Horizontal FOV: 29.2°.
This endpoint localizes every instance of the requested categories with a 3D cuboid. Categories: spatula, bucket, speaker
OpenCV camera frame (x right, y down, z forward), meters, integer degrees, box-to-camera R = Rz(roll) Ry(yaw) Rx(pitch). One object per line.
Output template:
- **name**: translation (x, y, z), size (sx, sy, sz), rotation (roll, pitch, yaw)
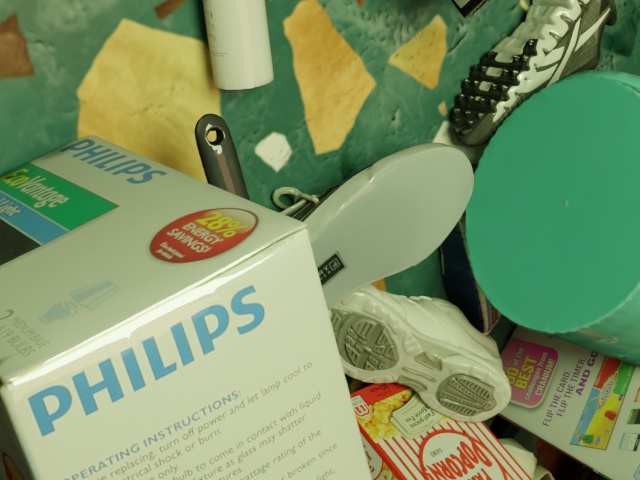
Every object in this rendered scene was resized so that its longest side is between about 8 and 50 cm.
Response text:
- **spatula**: translation (-0.058, 0.034, 1.037), size (0.084, 0.030, 0.297), rotation (-20, 114, -19)
- **bucket**: translation (0.285, -0.019, 1.163), size (0.183, 0.281, 0.281), rotation (14, 97, -40)
- **speaker**: translation (-0.074, -0.200, 1.055), size (0.055, 0.055, 0.136), rotation (-18, 114, -27)

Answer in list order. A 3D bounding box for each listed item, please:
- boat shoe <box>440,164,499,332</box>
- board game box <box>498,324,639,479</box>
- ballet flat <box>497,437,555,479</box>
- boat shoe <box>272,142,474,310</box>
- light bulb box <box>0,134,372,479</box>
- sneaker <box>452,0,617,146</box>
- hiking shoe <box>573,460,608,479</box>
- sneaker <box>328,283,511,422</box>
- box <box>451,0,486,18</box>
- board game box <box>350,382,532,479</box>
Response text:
- **boat shoe**: translation (0.164, 0.009, 1.269), size (0.066, 0.066, 0.183), rotation (-27, 118, -24)
- **board game box**: translation (0.332, 0.129, 1.262), size (0.064, 0.316, 0.242), rotation (32, 88, -36)
- **ballet flat**: translation (0.206, 0.278, 1.370), size (0.096, 0.095, 0.280), rotation (-51, 134, -7)
- **boat shoe**: translation (0.002, 0.003, 1.140), size (0.306, 0.105, 0.113), rotation (-40, 126, -9)
- **light bulb box**: translation (-0.146, 0.149, 0.937), size (0.225, 0.358, 0.361), rotation (-27, 117, -25)
- **sneaker**: translation (0.228, -0.176, 1.242), size (0.106, 0.078, 0.234), rotation (41, 80, -32)
- **hiking shoe**: translation (0.332, 0.344, 1.457), size (0.086, 0.114, 0.227), rotation (3, 66, -12)
- **sneaker**: translation (0.086, 0.093, 1.241), size (0.232, 0.115, 0.090), rotation (32, 121, -15)
- **box**: translation (0.167, -0.391, 1.064), size (0.322, 0.079, 0.257), rotation (-40, 91, -15)
- **board game box**: translation (0.115, 0.221, 1.214), size (0.146, 0.193, 0.045), rotation (-16, 148, -45)
